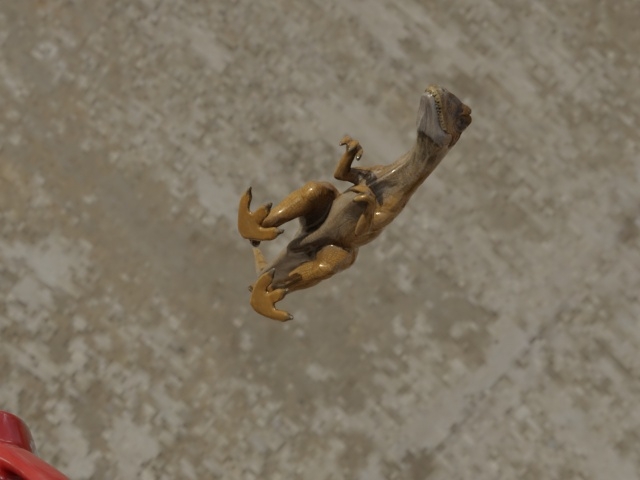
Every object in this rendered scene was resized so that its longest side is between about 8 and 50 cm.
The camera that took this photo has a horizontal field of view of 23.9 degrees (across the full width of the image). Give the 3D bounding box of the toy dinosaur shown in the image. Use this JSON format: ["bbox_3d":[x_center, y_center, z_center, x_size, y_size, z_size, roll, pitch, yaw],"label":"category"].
[{"bbox_3d":[0.000,0.000,0.764,0.112,0.211,0.064,-23,81,-45],"label":"toy dinosaur"}]

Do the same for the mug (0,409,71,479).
[{"bbox_3d":[-0.163,0.174,0.785,0.113,0.150,0.169,55,12,-57],"label":"mug"}]
